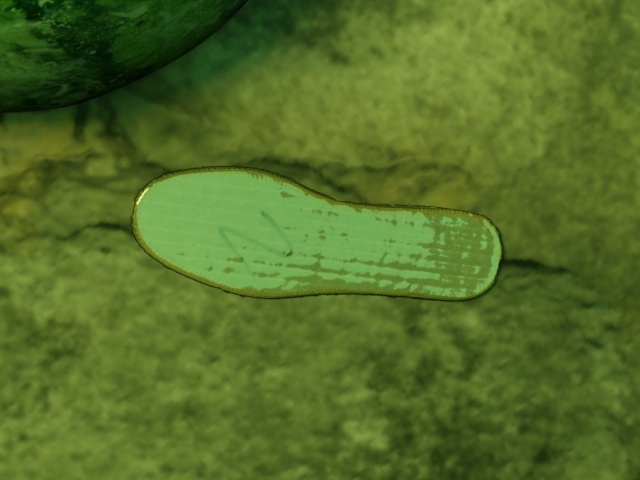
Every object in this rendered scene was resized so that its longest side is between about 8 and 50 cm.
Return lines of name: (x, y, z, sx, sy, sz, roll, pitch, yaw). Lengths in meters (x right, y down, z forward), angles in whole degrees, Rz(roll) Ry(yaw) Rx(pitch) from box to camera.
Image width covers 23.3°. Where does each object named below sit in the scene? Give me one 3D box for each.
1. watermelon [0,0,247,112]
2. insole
watermelon: (-0.139, -0.156, 0.669, 0.305, 0.224, 0.180, -27, 54, -5)
insole: (0.000, 0.000, 0.768, 0.188, 0.004, 0.064, 6, 94, -11)
